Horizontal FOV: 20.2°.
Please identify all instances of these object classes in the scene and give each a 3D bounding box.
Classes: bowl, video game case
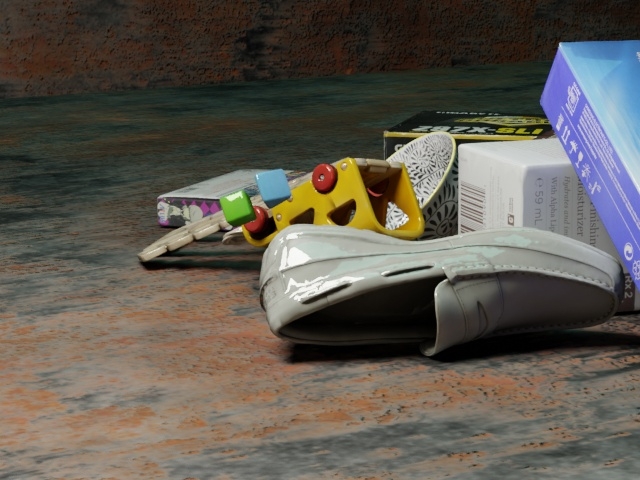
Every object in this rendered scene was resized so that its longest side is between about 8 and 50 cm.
[{"bbox_3d":[0.105,-0.027,1.920,0.170,0.080,0.170,-39,22,19],"label":"bowl"},{"bbox_3d":[-0.055,-0.049,2.209,0.210,0.041,0.232,4,12,22],"label":"video game case"}]

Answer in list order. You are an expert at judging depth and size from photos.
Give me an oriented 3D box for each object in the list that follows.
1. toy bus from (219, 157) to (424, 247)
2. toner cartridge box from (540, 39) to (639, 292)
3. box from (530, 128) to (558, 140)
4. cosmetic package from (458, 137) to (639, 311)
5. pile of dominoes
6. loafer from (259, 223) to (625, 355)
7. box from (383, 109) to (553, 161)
[{"bbox_3d":[0.005,-0.005,1.801,0.191,0.104,0.202,-16,-16,-7],"label":"toy bus"},{"bbox_3d":[0.333,-0.040,1.580,0.165,0.075,0.348,-5,47,-18],"label":"toner cartridge box"},{"bbox_3d":[0.413,-0.042,1.912,0.381,0.143,0.191,2,11,20],"label":"box"},{"bbox_3d":[0.244,-0.016,1.734,0.184,0.151,0.151,-5,12,-19],"label":"cosmetic package"},{"bbox_3d":[-0.076,-0.020,1.957,0.251,0.040,0.196,-23,6,17],"label":"pile of dominoes"},{"bbox_3d":[0.107,0.053,1.555,0.319,0.112,0.111,0,46,-2],"label":"loafer"},{"bbox_3d":[0.272,-0.131,2.551,0.322,0.079,0.257,3,13,16],"label":"box"}]
